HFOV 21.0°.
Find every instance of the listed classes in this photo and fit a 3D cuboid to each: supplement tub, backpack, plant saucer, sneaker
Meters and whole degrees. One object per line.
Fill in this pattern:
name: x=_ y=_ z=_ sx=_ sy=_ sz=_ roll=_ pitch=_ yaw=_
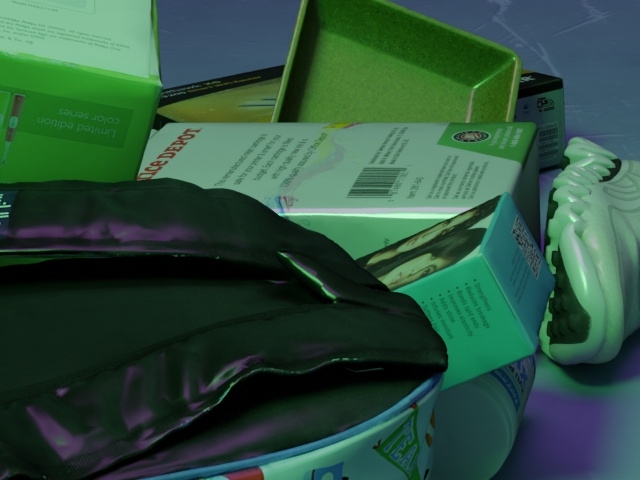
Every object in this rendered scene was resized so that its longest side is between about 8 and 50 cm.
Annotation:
supplement tub: x=0.079 y=0.086 z=0.957 sx=0.071 sy=0.071 sz=0.107 roll=0 pitch=19 yaw=14
backpack: x=-0.078 y=0.099 z=0.741 sx=0.263 sy=0.213 sz=0.276 roll=-14 pitch=30 yaw=-13
plant saucer: x=0.053 y=-0.094 z=1.337 sx=0.188 sy=0.045 sz=0.188 roll=20 pitch=58 yaw=-11
sneaker: x=0.206 y=0.003 z=1.136 sx=0.118 sy=0.110 sz=0.292 roll=9 pitch=21 yaw=11

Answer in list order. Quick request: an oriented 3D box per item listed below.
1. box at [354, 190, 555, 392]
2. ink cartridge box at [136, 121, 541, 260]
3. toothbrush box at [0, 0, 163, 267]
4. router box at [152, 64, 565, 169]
box: x=-0.001 y=0.061 z=0.917 sx=0.244 sy=0.060 sz=0.100 roll=-25 pitch=12 yaw=21
ink cartridge box: x=0.000 y=0.000 z=1.154 sx=0.278 sy=0.117 sz=0.201 roll=1 pitch=19 yaw=13
toothbrush box: x=-0.213 y=-0.017 z=0.869 sx=0.206 sy=0.283 sz=0.122 roll=10 pitch=36 yaw=-15
router box: x=0.018 y=-0.095 z=1.490 sx=0.309 sy=0.081 sz=0.243 roll=-15 pitch=21 yaw=-29
